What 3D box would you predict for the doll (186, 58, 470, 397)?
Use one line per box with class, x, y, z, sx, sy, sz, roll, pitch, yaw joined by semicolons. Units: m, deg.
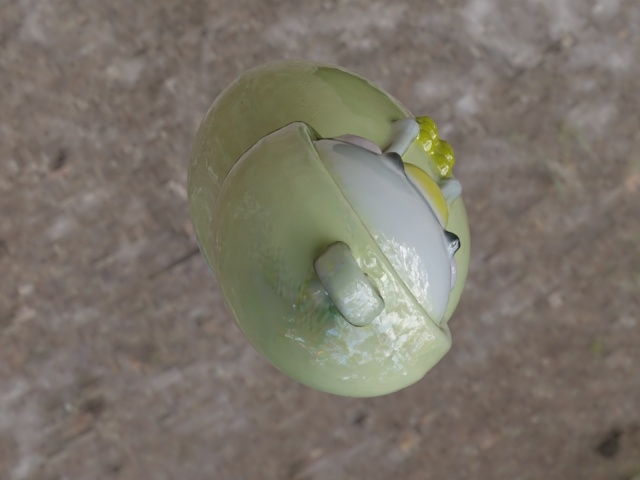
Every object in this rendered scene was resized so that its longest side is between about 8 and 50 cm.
doll;0.011;-0.006;0.766;0.117;0.296;0.141;-31;99;-3
